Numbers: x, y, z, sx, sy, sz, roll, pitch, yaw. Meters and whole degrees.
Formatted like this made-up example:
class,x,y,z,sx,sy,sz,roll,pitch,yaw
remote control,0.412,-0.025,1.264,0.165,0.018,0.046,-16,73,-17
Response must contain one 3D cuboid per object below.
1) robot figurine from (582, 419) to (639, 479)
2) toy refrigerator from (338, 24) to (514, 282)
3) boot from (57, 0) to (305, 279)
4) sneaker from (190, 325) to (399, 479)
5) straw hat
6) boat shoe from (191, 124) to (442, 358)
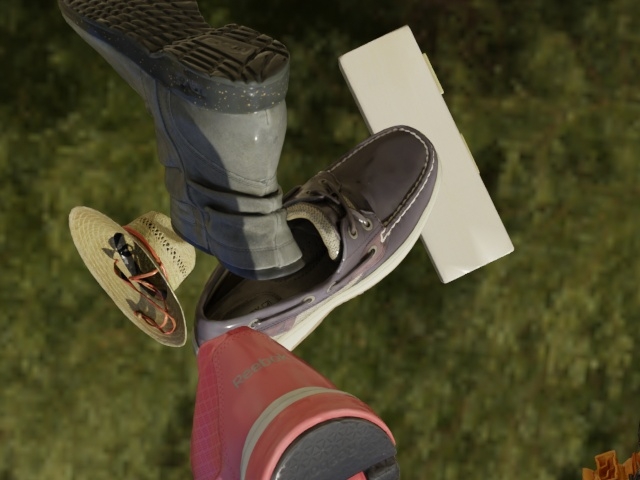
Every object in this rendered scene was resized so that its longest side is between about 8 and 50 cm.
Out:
class,x,y,z,sx,sy,sz,roll,pitch,yaw
robot figurine,0.225,0.257,1.156,0.085,0.291,0.211,-12,-150,11
toy refrigerator,0.118,-0.095,1.994,0.094,0.270,0.102,-26,179,1
boot,-0.098,-0.076,1.198,0.083,0.161,0.246,-20,-145,-27
sneaker,-0.016,0.170,1.125,0.116,0.314,0.136,-25,-131,-21
straw hat,-0.139,0.013,1.504,0.061,0.144,0.144,-40,-141,-25
boat shoe,0.000,0.000,1.552,0.285,0.092,0.103,-42,-108,-16
